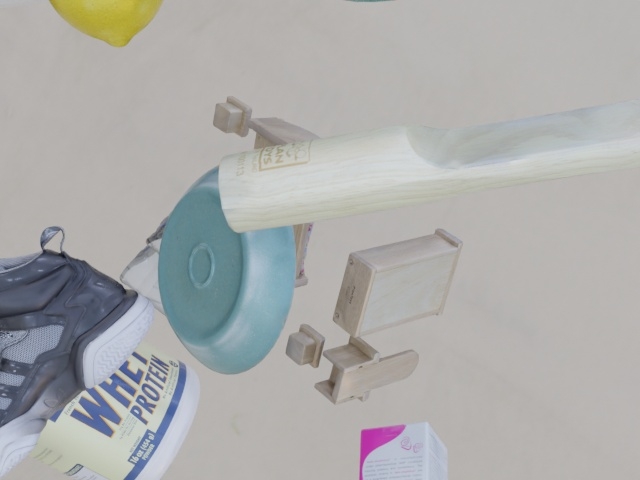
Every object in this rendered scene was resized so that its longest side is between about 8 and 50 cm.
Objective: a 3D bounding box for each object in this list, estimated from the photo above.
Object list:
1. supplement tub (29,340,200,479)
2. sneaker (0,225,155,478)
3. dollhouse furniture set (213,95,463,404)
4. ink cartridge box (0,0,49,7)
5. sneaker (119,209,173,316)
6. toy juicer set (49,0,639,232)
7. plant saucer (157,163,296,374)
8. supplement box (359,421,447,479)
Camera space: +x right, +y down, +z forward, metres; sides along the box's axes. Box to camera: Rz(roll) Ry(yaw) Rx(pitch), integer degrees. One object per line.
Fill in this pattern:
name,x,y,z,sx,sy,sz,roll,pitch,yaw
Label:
supplement tub,-0.373,0.227,1.801,0.325,0.235,0.235,32,53,-17
sneaker,-0.291,0.107,1.080,0.268,0.101,0.153,-43,101,2
dollhouse furniture set,0.000,0.000,1.652,0.174,0.303,0.355,-11,35,-41
ink cartridge box,-0.312,-0.350,1.063,0.201,0.117,0.278,-18,96,-37
sneaker,-0.126,0.024,1.306,0.129,0.297,0.111,47,67,0
toy juicer set,-0.010,-0.128,0.447,0.209,0.089,0.329,-27,59,3
plant saucer,-0.058,0.014,0.656,0.021,0.119,0.119,4,63,-39
supplement box,0.125,0.398,1.788,0.114,0.111,0.220,53,34,-51
